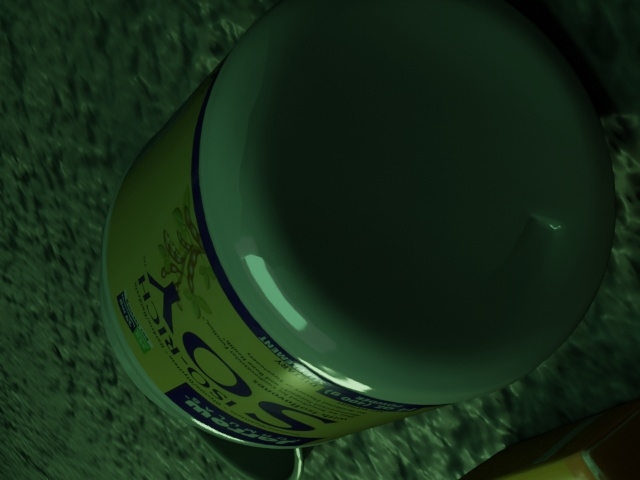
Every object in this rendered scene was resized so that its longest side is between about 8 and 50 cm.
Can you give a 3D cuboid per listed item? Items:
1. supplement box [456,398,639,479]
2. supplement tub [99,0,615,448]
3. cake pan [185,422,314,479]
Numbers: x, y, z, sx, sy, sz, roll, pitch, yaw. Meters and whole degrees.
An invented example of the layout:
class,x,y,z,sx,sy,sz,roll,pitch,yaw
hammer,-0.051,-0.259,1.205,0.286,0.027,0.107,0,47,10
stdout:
class,x,y,z,sx,sy,sz,roll,pitch,yaw
supplement box,0.170,0.174,1.009,0.078,0.080,0.233,55,153,2
supplement tub,0.000,0.000,0.901,0.241,0.241,0.331,55,154,-1
cake pan,-0.098,0.108,1.408,0.293,0.054,0.293,40,150,28
